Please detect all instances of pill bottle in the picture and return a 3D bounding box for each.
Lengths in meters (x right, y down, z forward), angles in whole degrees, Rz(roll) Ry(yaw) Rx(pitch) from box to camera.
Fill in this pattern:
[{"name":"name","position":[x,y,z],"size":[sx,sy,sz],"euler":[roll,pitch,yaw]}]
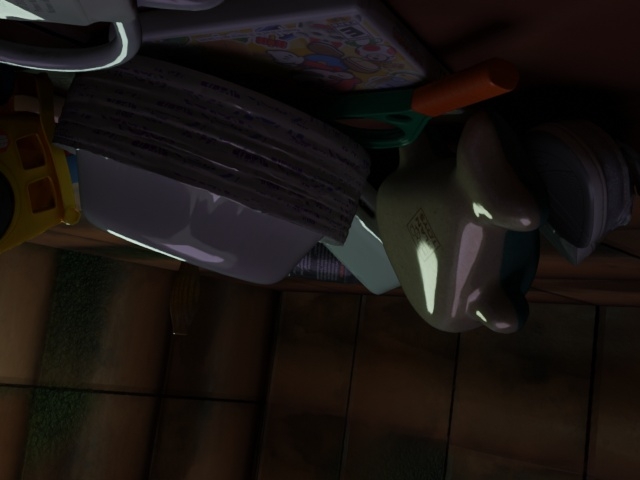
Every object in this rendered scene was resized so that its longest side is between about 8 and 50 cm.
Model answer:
[{"name":"pill bottle","position":[0.000,0.000,1.211],"size":[0.245,0.131,0.130],"euler":[7,172,4]}]

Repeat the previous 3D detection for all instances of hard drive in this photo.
[{"name":"hard drive","position":[0.039,-0.020,0.986],"size":[0.203,0.040,0.307],"euler":[45,171,2]}]

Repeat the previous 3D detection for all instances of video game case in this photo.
[{"name":"video game case","position":[-0.020,-0.142,0.624],"size":[0.226,0.026,0.206],"euler":[2,170,31]}]

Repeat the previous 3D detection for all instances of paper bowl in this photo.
[{"name":"paper bowl","position":[-0.106,-0.055,0.706],"size":[0.284,0.148,0.284],"euler":[20,178,1]}]

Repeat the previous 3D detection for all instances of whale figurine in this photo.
[{"name":"whale figurine","position":[0.150,-0.023,0.698],"size":[0.141,0.216,0.272],"euler":[-19,162,-15]}]

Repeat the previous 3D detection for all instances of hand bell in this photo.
[{"name":"hand bell","position":[-0.172,0.005,1.017],"size":[0.126,0.242,0.126],"euler":[7,172,1]}]

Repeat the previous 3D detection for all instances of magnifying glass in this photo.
[{"name":"magnifying glass","position":[0.070,-0.108,0.613],"size":[0.092,0.026,0.231],"euler":[12,173,-27]}]

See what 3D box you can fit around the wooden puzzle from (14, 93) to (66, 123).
[{"name":"wooden puzzle","position":[-0.467,-0.133,0.907],"size":[0.322,0.081,0.347],"euler":[14,170,-36]}]

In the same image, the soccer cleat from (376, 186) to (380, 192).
[{"name":"soccer cleat","position":[0.110,-0.037,0.976],"size":[0.116,0.109,0.318],"euler":[15,174,12]}]

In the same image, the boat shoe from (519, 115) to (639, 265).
[{"name":"boat shoe","position":[0.260,-0.055,0.742],"size":[0.103,0.118,0.320],"euler":[-39,158,7]}]

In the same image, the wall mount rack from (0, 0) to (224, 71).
[{"name":"wall mount rack","position":[-0.176,-0.174,0.245],"size":[0.303,0.131,0.350],"euler":[5,172,-5]}]

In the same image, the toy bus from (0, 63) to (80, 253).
[{"name":"toy bus","position":[-0.314,-0.102,0.733],"size":[0.149,0.220,0.211],"euler":[13,-151,44]}]
